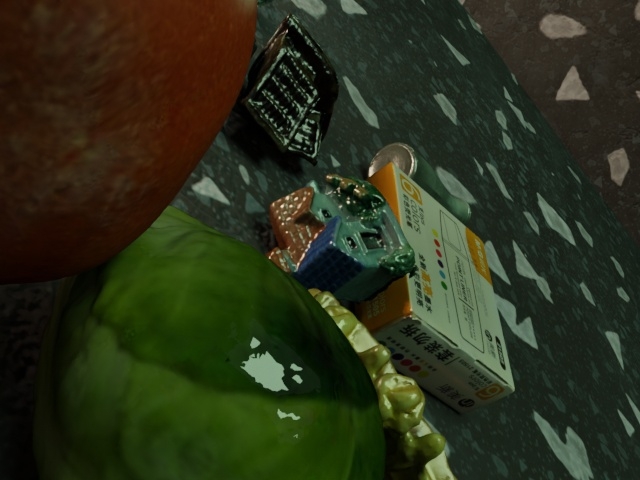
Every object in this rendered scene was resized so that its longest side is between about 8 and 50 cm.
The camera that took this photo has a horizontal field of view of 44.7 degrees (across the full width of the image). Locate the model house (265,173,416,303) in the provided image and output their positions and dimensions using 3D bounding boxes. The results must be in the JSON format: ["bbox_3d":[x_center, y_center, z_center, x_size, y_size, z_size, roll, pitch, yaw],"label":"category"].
[{"bbox_3d":[0.000,0.000,0.848,0.149,0.119,0.148,-4,63,-50],"label":"model house"}]

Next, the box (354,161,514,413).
[{"bbox_3d":[0.136,0.057,1.008,0.221,0.091,0.274,36,34,-33],"label":"box"}]

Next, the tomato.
[{"bbox_3d":[-0.206,-0.139,0.431,0.341,0.341,0.273,48,35,-13],"label":"tomato"}]

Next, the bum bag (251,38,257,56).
[{"bbox_3d":[-0.121,-0.245,0.958,0.248,0.069,0.102,-84,170,-52],"label":"bum bag"}]

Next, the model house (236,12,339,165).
[{"bbox_3d":[-0.035,-0.163,0.960,0.165,0.106,0.152,47,30,-25],"label":"model house"}]

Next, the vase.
[{"bbox_3d":[0.163,-0.073,1.208,0.214,0.086,0.086,27,39,-49],"label":"vase"}]

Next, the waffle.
[{"bbox_3d":[0.043,0.158,0.672,0.249,0.056,0.253,67,-15,-16],"label":"waffle"}]

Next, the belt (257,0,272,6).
[{"bbox_3d":[-0.107,-0.393,1.086,0.151,0.121,0.079,37,31,-40],"label":"belt"}]

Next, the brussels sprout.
[{"bbox_3d":[-0.082,0.101,0.518,0.219,0.210,0.271,20,28,-54],"label":"brussels sprout"}]
